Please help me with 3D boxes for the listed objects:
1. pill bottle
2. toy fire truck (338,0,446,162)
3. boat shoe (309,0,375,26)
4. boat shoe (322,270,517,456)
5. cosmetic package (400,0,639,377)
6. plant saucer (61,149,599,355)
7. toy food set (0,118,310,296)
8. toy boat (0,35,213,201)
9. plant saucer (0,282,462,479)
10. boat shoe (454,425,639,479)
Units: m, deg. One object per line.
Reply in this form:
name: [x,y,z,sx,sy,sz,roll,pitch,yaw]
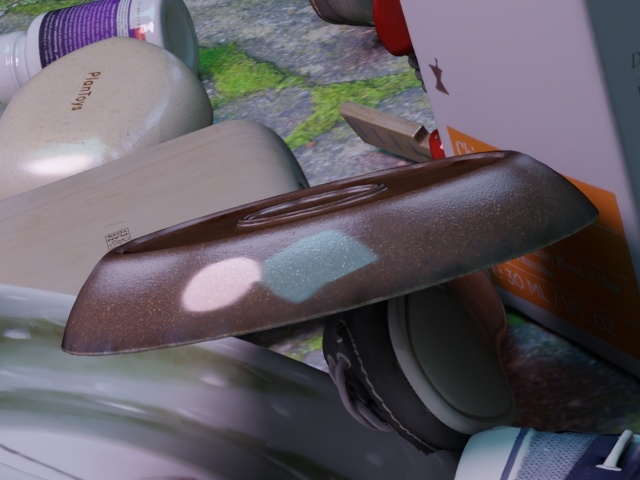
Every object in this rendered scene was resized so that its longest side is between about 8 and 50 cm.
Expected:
pill bottle: [-0.229,-0.185,1.857,0.193,0.108,0.108,-9,26,17]
toy fire truck: [0.099,-0.139,1.440,0.246,0.217,0.158,-24,21,23]
boat shoe: [0.049,-0.287,1.891,0.130,0.132,0.355,-16,14,27]
boat shoe: [0.051,0.070,1.100,0.095,0.112,0.335,-34,4,13]
cosmetic package: [0.165,-0.156,1.116,0.161,0.453,0.230,-27,25,-19]
plant saucer: [0.000,0.000,1.042,0.311,0.050,0.310,-14,6,2]
toy food set: [-0.138,0.034,1.388,0.306,0.092,0.219,-21,36,-3]
toy boat: [-0.248,-0.071,1.623,0.318,0.148,0.267,-1,34,17]
plant saucer: [-0.112,0.127,1.017,0.400,0.100,0.400,16,9,-3]
boat shoe: [0.127,0.187,0.819,0.158,0.127,0.340,-6,28,17]
